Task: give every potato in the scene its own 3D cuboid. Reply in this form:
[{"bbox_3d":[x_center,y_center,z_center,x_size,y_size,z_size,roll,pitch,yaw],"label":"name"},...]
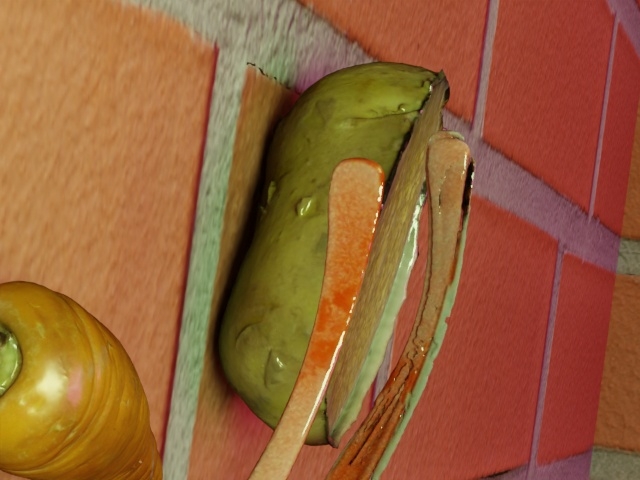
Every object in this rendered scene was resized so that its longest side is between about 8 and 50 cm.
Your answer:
[{"bbox_3d":[0.000,0.000,0.973,0.164,0.081,0.200,88,18,-60],"label":"potato"}]

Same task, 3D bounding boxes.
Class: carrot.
[{"bbox_3d":[-0.083,0.071,0.729,0.257,0.061,0.061,62,38,-70],"label":"carrot"}]

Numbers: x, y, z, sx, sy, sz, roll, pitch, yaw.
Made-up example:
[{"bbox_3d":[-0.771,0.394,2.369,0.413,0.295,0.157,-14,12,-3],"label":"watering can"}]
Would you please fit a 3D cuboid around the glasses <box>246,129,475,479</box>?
[{"bbox_3d":[0.003,0.099,0.777,0.268,0.118,0.234,-58,168,13],"label":"glasses"}]
